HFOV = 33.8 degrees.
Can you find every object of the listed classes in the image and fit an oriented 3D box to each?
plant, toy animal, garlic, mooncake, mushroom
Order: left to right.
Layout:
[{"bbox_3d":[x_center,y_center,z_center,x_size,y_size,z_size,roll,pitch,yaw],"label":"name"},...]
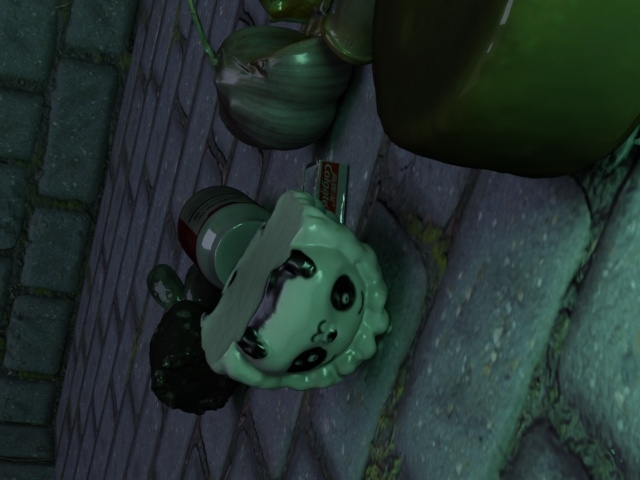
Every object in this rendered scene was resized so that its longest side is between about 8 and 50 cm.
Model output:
[{"bbox_3d":[-0.197,0.142,1.661,0.149,0.146,0.275,-48,31,24],"label":"plant"},{"bbox_3d":[-0.063,-0.250,1.371,0.207,0.257,0.207,-33,16,10],"label":"garlic"},{"bbox_3d":[-0.017,0.067,1.144,0.208,0.156,0.204,-60,24,6],"label":"toy animal"},{"bbox_3d":[0.069,-0.308,1.166,0.108,0.096,0.247,48,135,33],"label":"mushroom"},{"bbox_3d":[0.152,-0.187,0.778,0.284,0.155,0.285,-171,90,-72],"label":"mooncake"}]

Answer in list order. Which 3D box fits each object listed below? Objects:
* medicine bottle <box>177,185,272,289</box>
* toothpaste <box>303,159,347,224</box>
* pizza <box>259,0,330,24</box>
[{"bbox_3d":[-0.128,-0.001,1.529,0.250,0.131,0.131,-146,66,-70],"label":"medicine bottle"},{"bbox_3d":[0.000,0.000,1.292,0.040,0.047,0.197,149,128,-70],"label":"toothpaste"},{"bbox_3d":[-0.058,-0.391,1.419,0.081,0.204,0.188,-117,33,-43],"label":"pizza"}]
